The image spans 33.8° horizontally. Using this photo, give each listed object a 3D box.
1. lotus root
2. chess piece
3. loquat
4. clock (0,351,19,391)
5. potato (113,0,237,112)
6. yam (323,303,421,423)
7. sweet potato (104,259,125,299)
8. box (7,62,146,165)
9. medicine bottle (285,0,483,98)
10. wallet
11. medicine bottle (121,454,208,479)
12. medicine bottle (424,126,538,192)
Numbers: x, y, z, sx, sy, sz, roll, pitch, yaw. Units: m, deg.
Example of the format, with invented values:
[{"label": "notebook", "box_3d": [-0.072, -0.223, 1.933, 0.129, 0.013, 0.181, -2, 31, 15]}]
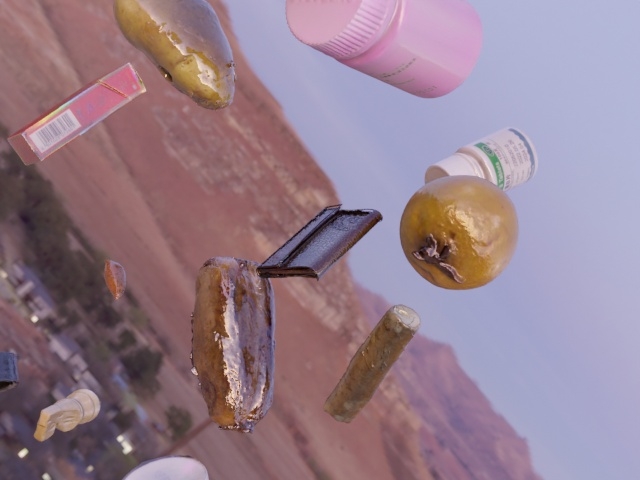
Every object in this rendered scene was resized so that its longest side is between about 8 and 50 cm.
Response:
[{"label": "lotus root", "box_3d": [-0.149, 0.180, 1.898, 0.078, 0.167, 0.329, 137, -50, -64]}, {"label": "chess piece", "box_3d": [-0.635, 0.431, 2.605, 0.090, 0.090, 0.200, 50, 19, 8]}, {"label": "loquat", "box_3d": [0.264, -0.013, 2.031, 0.244, 0.244, 0.244, 50, -1, 1]}, {"label": "clock", "box_3d": [-0.462, 0.176, 1.293, 0.184, 0.184, 0.040, 53, 23, -77]}, {"label": "potato", "box_3d": [-0.252, -0.368, 1.932, 0.296, 0.141, 0.191, 55, 25, 2]}, {"label": "yam", "box_3d": [0.088, 0.222, 1.854, 0.071, 0.317, 0.067, 34, 42, 5]}, {"label": "sweet potato", "box_3d": [-0.326, 0.062, 1.675, 0.034, 0.034, 0.095, 50, 11, -45]}, {"label": "box", "box_3d": [-0.329, -0.170, 1.418, 0.048, 0.175, 0.112, 57, -22, -15]}, {"label": "medicine bottle", "box_3d": [0.103, -0.340, 1.637, 0.290, 0.178, 0.178, 14, 27, -45]}, {"label": "wallet", "box_3d": [0.000, 0.000, 1.914, 0.132, 0.243, 0.039, 3, -62, 33]}, {"label": "medicine bottle", "box_3d": [-0.300, 0.638, 2.202, 0.190, 0.190, 0.332, -132, -149, -64]}, {"label": "medicine bottle", "box_3d": [0.355, -0.154, 2.333, 0.139, 0.237, 0.139, 39, -38, 39]}]
